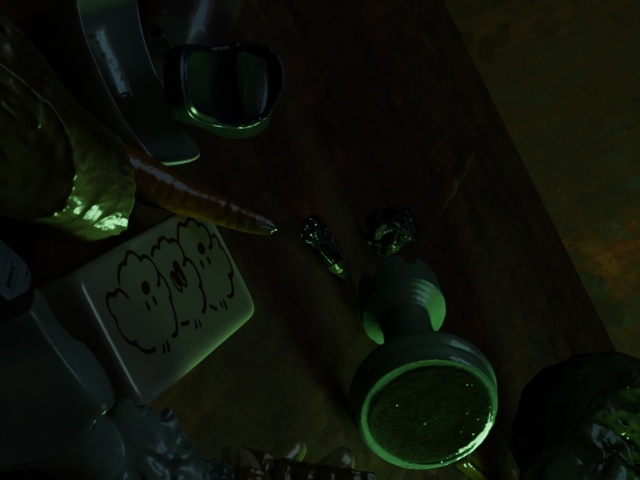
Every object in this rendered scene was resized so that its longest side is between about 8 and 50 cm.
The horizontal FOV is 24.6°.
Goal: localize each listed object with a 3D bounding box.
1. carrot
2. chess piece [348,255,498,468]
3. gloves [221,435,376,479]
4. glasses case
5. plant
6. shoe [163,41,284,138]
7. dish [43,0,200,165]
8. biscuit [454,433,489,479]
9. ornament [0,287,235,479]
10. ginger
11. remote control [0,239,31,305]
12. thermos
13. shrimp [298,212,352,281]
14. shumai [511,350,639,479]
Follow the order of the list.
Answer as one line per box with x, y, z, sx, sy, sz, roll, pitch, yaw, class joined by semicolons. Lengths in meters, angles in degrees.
-0.161;-0.057;1.497;0.256;0.061;0.061;19;40;-20;carrot
0.124;0.145;1.985;0.195;0.194;0.299;54;14;-29;chess piece
-0.053;0.325;1.326;0.203;0.155;0.356;45;43;-30;gloves
-0.171;0.066;1.445;0.144;0.076;0.336;64;19;-6;glasses case
0.110;-0.014;2.278;0.085;0.087;0.174;35;15;4;plant
-0.090;-0.172;1.661;0.241;0.093;0.108;-6;93;-68;shoe
-0.225;-0.170;1.585;0.212;0.077;0.151;67;18;4;dish
0.207;0.258;2.257;0.215;0.034;0.182;57;21;-23;biscuit
-0.196;0.168;1.213;0.285;0.130;0.120;45;10;-28;ornament
-0.275;-0.107;1.319;0.276;0.130;0.221;57;10;-17;ginger
-0.307;0.003;1.240;0.166;0.029;0.065;47;25;-31;remote control
-0.167;-0.263;1.781;0.176;0.145;0.265;78;15;-48;thermos
0.000;0.000;2.045;0.161;0.034;0.091;49;13;-54;shrimp
0.411;0.389;2.308;0.324;0.397;0.323;46;51;1;shumai
